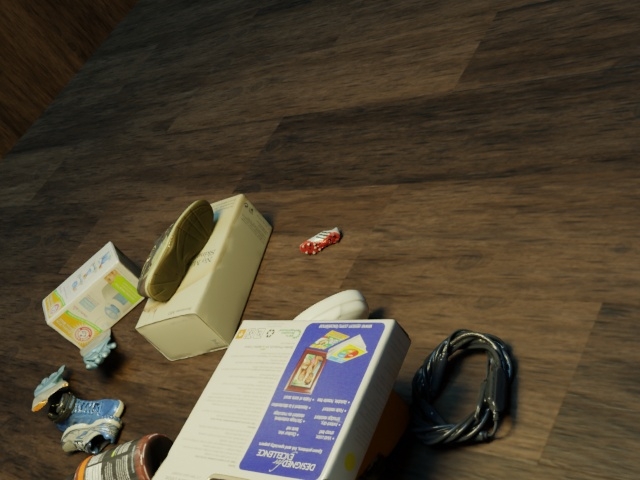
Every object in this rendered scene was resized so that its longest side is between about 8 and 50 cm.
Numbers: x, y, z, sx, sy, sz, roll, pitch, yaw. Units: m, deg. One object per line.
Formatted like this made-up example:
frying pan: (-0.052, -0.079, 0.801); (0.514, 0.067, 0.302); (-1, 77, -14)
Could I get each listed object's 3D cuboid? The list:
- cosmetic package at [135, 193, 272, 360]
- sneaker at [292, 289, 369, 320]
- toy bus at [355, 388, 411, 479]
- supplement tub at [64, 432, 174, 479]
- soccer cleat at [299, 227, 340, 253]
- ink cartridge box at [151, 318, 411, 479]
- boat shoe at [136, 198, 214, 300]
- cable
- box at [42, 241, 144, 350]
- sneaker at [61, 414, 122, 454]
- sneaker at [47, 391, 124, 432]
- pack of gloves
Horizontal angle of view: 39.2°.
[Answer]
cosmetic package: (-0.220, 0.069, 1.748); (0.160, 0.113, 0.309); (-17, 38, 32)
sneaker: (-0.014, 0.215, 1.391); (0.292, 0.108, 0.169); (-37, 47, -4)
toy bus: (-0.021, 0.320, 1.242); (0.332, 0.108, 0.130); (-47, 33, -11)
supplement tub: (-0.329, 0.392, 1.475); (0.198, 0.106, 0.106); (-24, 36, 25)
soccer cleat: (0.000, 0.000, 1.686); (0.083, 0.029, 0.035); (-23, 27, 19)
ink cartridge box: (-0.058, 0.244, 1.215); (0.304, 0.072, 0.307); (-4, 49, 42)
boat shoe: (-0.280, 0.014, 1.696); (0.073, 0.080, 0.223); (1, 54, 39)
cable: (0.191, 0.202, 1.239); (0.151, 0.047, 0.184); (-24, 38, 33)
box: (-0.487, 0.122, 1.950); (0.203, 0.114, 0.103); (-41, 34, 0)
sneaker: (-0.429, 0.368, 1.656); (0.135, 0.052, 0.058); (-26, 39, 21)
sneaker: (-0.451, 0.321, 1.701); (0.152, 0.084, 0.058); (-20, 37, 28)
pack of gloves: (-0.486, 0.269, 1.810); (0.195, 0.046, 0.232); (-37, 12, -11)
